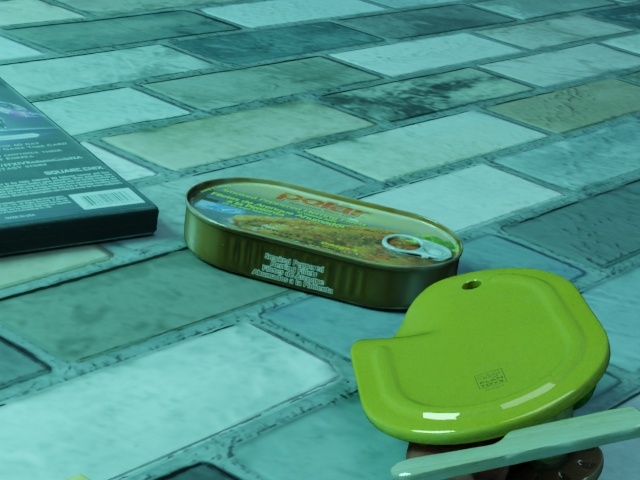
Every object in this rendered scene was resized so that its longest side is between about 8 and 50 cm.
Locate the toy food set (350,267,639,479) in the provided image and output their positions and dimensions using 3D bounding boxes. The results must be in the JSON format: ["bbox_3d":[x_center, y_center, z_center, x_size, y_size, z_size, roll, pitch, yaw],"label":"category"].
[{"bbox_3d":[0.089,0.088,0.712,0.128,0.071,0.218,-16,20,3],"label":"toy food set"}]

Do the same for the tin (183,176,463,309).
[{"bbox_3d":[0.000,0.000,0.928,0.190,0.040,0.106,14,26,15],"label":"tin"}]

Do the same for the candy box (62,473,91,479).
[{"bbox_3d":[-0.067,0.158,0.486,0.187,0.053,0.109,23,26,36],"label":"candy box"}]

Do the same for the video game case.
[{"bbox_3d":[-0.266,-0.060,0.975,0.196,0.026,0.274,-9,30,-37],"label":"video game case"}]
